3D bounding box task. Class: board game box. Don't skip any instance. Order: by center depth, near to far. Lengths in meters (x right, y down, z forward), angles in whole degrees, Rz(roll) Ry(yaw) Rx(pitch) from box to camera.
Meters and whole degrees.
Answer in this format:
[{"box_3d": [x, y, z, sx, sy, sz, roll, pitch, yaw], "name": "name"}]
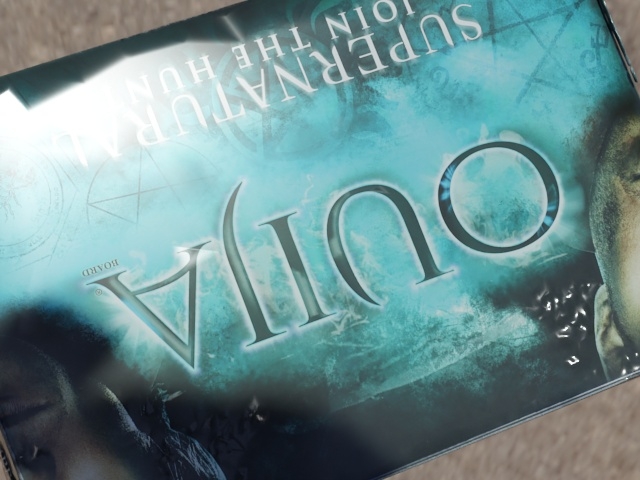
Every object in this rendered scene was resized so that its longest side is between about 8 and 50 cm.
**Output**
[{"box_3d": [0.000, 0.000, 0.500, 0.186, 0.026, 0.126, -20, 83, -17], "name": "board game box"}]
